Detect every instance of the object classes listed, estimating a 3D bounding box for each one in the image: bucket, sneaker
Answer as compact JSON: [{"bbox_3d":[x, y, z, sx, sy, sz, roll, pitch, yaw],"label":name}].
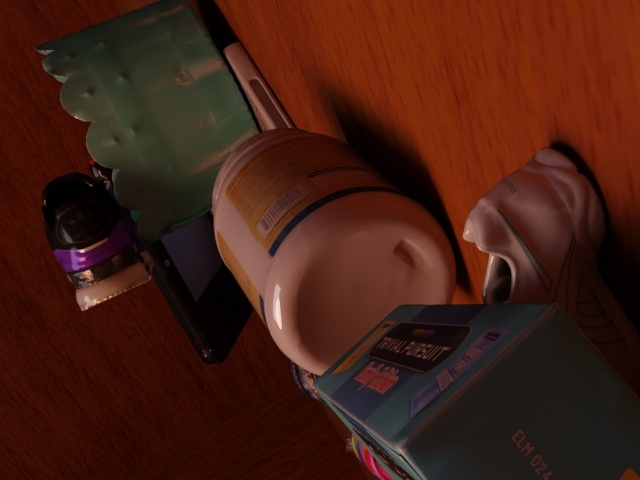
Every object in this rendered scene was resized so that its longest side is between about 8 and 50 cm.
[{"bbox_3d":[-0.199,-0.152,1.117,0.281,0.183,0.281,60,172,15],"label":"bucket"},{"bbox_3d":[-0.270,-0.012,1.078,0.146,0.102,0.293,65,166,-9],"label":"sneaker"},{"bbox_3d":[0.110,0.032,0.434,0.152,0.061,0.053,63,170,-25],"label":"sneaker"}]

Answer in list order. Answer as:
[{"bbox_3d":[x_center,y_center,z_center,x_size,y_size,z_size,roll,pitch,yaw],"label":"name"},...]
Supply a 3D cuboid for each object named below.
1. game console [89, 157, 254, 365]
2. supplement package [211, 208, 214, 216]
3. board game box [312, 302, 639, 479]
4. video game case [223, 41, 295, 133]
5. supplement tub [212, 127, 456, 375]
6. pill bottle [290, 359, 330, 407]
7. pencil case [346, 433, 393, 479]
[{"bbox_3d":[-0.191,-0.048,1.446,0.387,0.060,0.342,64,-155,-25],"label":"game console"},{"bbox_3d":[-0.121,-0.081,1.337,0.105,0.105,0.179,59,172,29],"label":"supplement package"},{"bbox_3d":[0.147,0.178,0.425,0.336,0.079,0.254,49,172,-2],"label":"board game box"},{"bbox_3d":[-0.044,-0.097,1.086,0.206,0.026,0.227,58,172,20],"label":"video game case"},{"bbox_3d":[0.000,0.000,0.707,0.200,0.144,0.144,49,166,57],"label":"supplement tub"},{"bbox_3d":[0.026,0.162,1.212,0.123,0.122,0.219,60,172,4],"label":"pill bottle"},{"bbox_3d":[0.100,0.293,1.304,0.104,0.104,0.236,61,171,1],"label":"pencil case"}]
